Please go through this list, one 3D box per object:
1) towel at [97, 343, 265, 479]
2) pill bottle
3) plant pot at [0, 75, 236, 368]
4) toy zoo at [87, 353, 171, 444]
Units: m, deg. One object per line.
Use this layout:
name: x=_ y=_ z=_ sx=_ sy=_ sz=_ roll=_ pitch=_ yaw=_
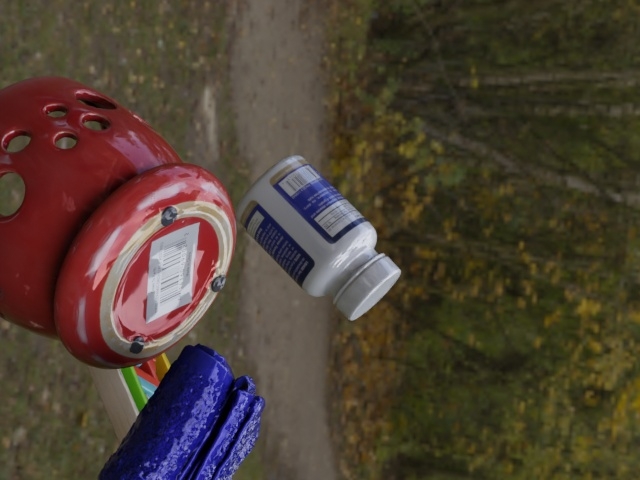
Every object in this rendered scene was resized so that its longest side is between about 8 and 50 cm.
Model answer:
towel: x=-0.138 y=0.236 z=0.774 sx=0.308 sy=0.076 sz=0.227 roll=-58 pitch=171 yaw=-18
pill bottle: x=0.000 y=0.000 z=1.292 sx=0.112 sy=0.187 sz=0.112 roll=-41 pitch=167 yaw=-12
plant pot: x=-0.176 y=-0.007 z=0.839 sx=0.191 sy=0.174 sz=0.191 roll=-35 pitch=142 yaw=-33
toy zoo: x=-0.195 y=0.177 z=1.260 sx=0.192 sy=0.030 sz=0.293 roll=62 pitch=1 yaw=22
